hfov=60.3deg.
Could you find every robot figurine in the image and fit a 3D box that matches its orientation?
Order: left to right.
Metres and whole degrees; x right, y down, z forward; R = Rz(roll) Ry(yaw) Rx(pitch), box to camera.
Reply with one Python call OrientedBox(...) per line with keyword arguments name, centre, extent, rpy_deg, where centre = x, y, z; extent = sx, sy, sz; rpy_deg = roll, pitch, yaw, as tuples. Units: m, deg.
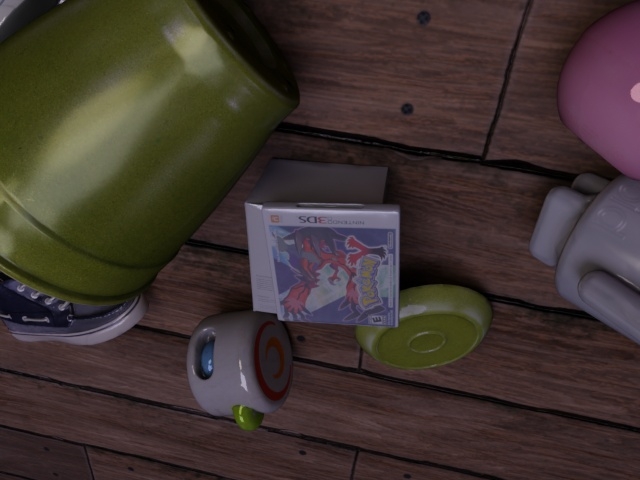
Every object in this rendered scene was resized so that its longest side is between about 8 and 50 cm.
OrientedBox(name="robot figurine", centre=(0.446, 0.043, 0.690), extent=(0.353, 0.299, 0.200), rpy_deg=(37, 139, 36))

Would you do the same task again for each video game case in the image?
OrientedBox(name="video game case", centre=(0.019, 0.038, 0.771), extent=(0.183, 0.023, 0.201), rpy_deg=(2, 125, 10))

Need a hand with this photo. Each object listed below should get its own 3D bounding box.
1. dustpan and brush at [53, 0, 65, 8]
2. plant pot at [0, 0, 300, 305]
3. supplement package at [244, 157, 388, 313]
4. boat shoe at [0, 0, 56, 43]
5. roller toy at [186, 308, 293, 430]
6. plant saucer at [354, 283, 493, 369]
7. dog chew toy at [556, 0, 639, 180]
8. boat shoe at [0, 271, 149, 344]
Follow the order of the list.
OrientedBox(name="dustpan and brush", centre=(-0.434, -0.353, 0.783), extent=(0.147, 0.060, 0.211), rpy_deg=(-29, 120, 16))
OrientedBox(name="plant pot", centre=(-0.228, -0.162, 0.704), extent=(0.353, 0.366, 0.366), rpy_deg=(-35, 111, 19))
OrientedBox(name="supplement package", centre=(0.000, 0.000, 0.856), extent=(0.194, 0.149, 0.203), rpy_deg=(6, 125, 8))
OrientedBox(name="boat shoe", centre=(-0.393, -0.346, 0.718), extent=(0.081, 0.079, 0.228), rpy_deg=(34, 92, -6))
OrientedBox(name="roller toy", centre=(-0.150, 0.225, 1.025), extent=(0.146, 0.209, 0.191), rpy_deg=(-11, 108, 21))
OrientedBox(name="plant saucer", centre=(0.180, 0.162, 0.947), extent=(0.240, 0.037, 0.241), rpy_deg=(-2, 139, -2))
OrientedBox(name="dog chew toy", centre=(0.420, -0.223, 0.581), extent=(0.206, 0.207, 0.332), rpy_deg=(34, 117, -11))
OrientedBox(name="boat shoe", centre=(-0.510, 0.110, 1.066), extent=(0.340, 0.127, 0.158), rpy_deg=(-9, 129, 20))
